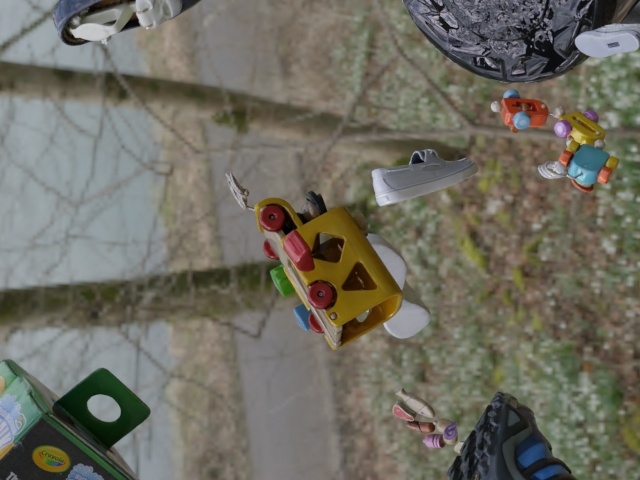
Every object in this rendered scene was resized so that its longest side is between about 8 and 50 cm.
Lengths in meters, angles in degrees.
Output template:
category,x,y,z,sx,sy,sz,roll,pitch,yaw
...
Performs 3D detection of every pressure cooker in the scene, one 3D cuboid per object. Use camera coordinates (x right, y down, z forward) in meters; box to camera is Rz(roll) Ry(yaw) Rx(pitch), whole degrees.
category,x,y,z,sx,sy,sz,roll,pitch,yaw
pressure cooker,0.360,-0.480,1.930,0.376,0.420,0.369,24,139,23

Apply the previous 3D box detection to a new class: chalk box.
category,x,y,z,sx,sy,sz,roll,pitch,yaw
chalk box,-0.319,0.262,1.376,0.289,0.180,0.179,-46,30,-9

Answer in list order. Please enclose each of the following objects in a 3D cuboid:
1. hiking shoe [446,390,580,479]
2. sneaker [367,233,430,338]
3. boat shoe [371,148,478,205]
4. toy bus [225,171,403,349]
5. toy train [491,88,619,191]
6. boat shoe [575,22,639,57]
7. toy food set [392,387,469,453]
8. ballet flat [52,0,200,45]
category,x,y,z,sx,sy,sz,roll,pitch,yaw
hiking shoe,0.180,0.235,1.056,0.113,0.132,0.304,-60,5,18
sneaker,0.066,0.042,1.547,0.094,0.080,0.212,59,-179,37
boat shoe,0.149,-0.099,1.800,0.066,0.184,0.063,-15,93,62
toy bus,0.006,0.012,1.329,0.191,0.104,0.202,41,157,61
toy train,0.262,-0.105,1.402,0.166,0.125,0.046,-106,21,-48
boat shoe,0.359,-0.250,1.532,0.100,0.035,0.035,1,130,55
toy food set,0.146,0.255,1.711,0.019,0.122,0.078,-56,-4,-36
ballet flat,-0.224,-0.273,1.482,0.074,0.203,0.074,-11,-90,-77
